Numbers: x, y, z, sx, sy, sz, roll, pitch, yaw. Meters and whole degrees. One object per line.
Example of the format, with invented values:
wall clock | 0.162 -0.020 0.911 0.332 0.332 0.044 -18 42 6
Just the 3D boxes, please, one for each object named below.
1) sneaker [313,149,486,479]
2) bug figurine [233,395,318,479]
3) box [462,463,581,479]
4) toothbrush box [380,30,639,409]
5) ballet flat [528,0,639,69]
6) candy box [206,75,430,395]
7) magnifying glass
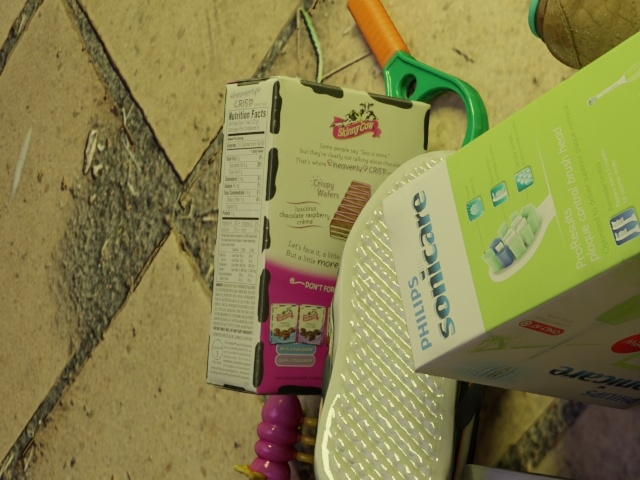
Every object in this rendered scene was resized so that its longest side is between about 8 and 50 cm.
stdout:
sneaker | 0.063 0.082 0.929 0.127 0.126 0.321 89 -162 -51
bug figurine | -0.004 0.227 1.021 0.279 0.072 0.216 2 80 50
box | 0.170 0.217 0.804 0.170 0.091 0.130 0 78 50
toothbrush box | 0.210 -0.014 0.741 0.283 0.206 0.122 -31 57 39
ballet flat | 0.253 -0.269 0.860 0.124 0.116 0.342 25 99 30
candy box | 0.000 0.000 0.999 0.071 0.159 0.233 3 88 50
magnifying glass | 0.074 -0.133 1.083 0.092 0.026 0.231 -49 48 28
